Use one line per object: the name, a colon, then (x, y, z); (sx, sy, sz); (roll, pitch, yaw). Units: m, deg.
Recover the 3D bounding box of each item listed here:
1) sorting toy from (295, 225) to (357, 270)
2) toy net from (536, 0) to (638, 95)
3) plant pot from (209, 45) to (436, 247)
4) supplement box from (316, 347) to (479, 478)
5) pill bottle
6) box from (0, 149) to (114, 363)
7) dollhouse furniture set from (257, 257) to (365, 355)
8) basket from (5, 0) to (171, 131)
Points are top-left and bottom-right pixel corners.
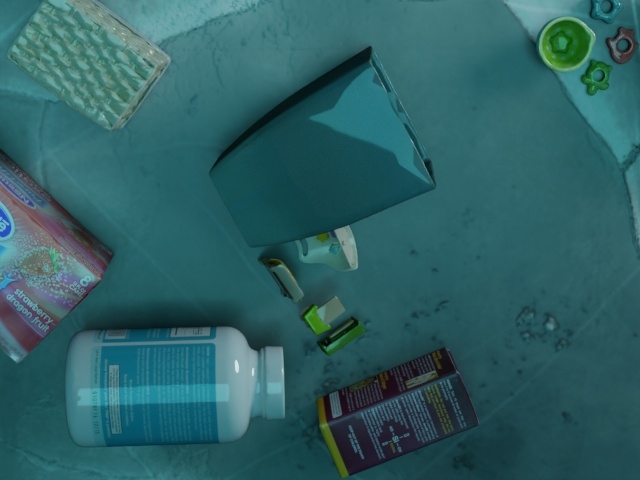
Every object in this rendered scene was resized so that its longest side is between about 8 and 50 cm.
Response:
sorting toy: (0.000, 0.000, 1.613); (0.075, 0.045, 0.083); (-13, 125, 17)
toy net: (0.363, -0.298, 1.566); (0.122, 0.045, 0.232); (30, 99, -8)
plant pot: (-0.005, -0.099, 1.535); (0.234, 0.165, 0.166); (-26, 102, 9)
supplement box: (0.096, 0.218, 1.631); (0.188, 0.104, 0.081); (-22, 103, 2)
pill bottle: (-0.177, 0.181, 1.589); (0.264, 0.146, 0.146); (-1, 102, -2)
box: (-0.411, -0.019, 1.538); (0.154, 0.142, 0.300); (-44, 100, 6)
dollhouse furniture set: (-0.009, 0.069, 1.616); (0.058, 0.076, 0.152); (-36, 103, -8)
basket: (-0.276, -0.218, 1.522); (0.167, 0.103, 0.113); (36, 99, -10)
